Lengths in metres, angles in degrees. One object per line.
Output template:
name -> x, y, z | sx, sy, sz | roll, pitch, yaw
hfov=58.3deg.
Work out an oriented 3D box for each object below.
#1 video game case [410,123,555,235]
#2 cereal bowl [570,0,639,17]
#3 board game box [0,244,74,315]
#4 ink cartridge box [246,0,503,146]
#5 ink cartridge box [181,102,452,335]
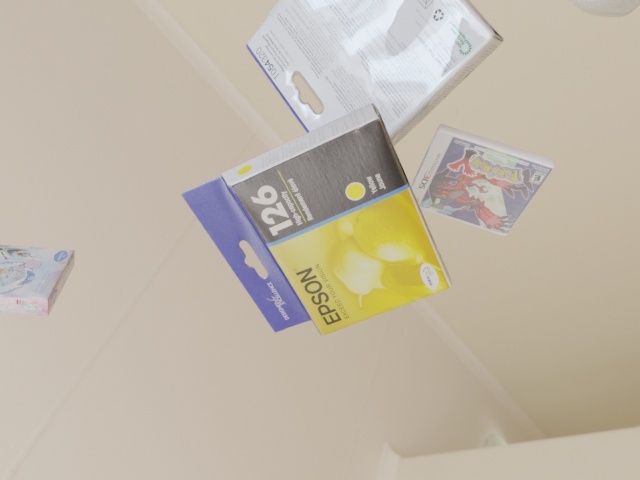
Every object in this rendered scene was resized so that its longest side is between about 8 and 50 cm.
video game case -> 0.270, -0.099, 1.003 | 0.201, 0.183, 0.023 | 17, -131, 0
cereal bowl -> 0.557, -0.620, 1.131 | 0.339, 0.141, 0.339 | 1, -90, -86
board game box -> -0.281, 0.034, 0.520 | 0.090, 0.020, 0.090 | 4, -154, -9
ink cartridge box -> 0.070, -0.326, 0.948 | 0.071, 0.330, 0.324 | -14, -113, -56
ink cartridge box -> 0.000, 0.000, 0.851 | 0.304, 0.307, 0.072 | 60, -170, -30
